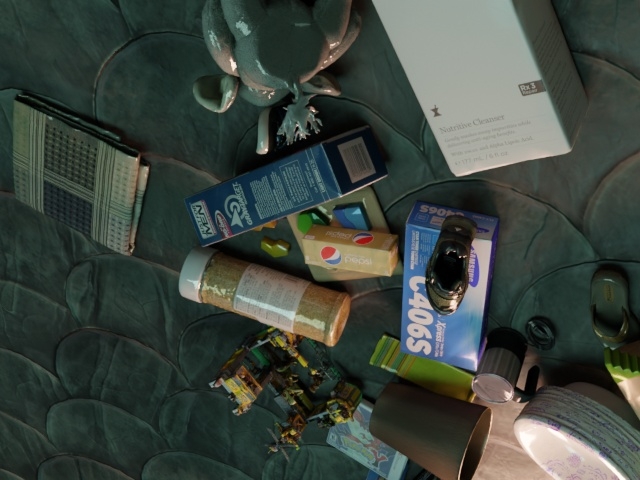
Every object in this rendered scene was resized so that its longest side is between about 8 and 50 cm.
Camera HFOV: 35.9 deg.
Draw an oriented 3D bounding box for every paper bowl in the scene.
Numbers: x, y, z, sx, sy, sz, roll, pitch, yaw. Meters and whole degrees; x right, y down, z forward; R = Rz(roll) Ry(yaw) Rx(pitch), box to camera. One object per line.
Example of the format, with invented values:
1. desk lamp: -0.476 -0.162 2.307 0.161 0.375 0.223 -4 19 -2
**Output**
1. paper bowl: 0.536 0.391 1.947 0.284 0.148 0.284 36 160 15

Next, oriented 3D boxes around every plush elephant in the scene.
1. plush elephant: -0.083 -0.324 1.640 0.255 0.272 0.329 -168 74 -67

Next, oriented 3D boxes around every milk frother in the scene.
1. milk frother: 0.381 0.233 1.939 0.129 0.134 0.143 19 134 10

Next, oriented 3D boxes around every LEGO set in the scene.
1. LEGO set: -0.085 0.340 2.204 0.255 0.192 0.331 -19 111 39

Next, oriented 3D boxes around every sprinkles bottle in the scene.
1. sprinkles bottle: -0.119 0.115 2.097 0.356 0.121 0.121 18 134 12

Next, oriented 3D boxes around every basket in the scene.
1. basket: 0.232 0.407 2.131 0.227 0.154 0.204 20 117 26

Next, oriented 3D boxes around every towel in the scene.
1. towel: -0.524 -0.143 2.139 0.312 0.056 0.324 27 137 8
2. towel: 0.227 0.283 2.140 0.237 0.021 0.102 25 136 5

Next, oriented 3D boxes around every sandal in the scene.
1. sandal: 0.543 0.146 1.831 0.090 0.060 0.219 3 135 25

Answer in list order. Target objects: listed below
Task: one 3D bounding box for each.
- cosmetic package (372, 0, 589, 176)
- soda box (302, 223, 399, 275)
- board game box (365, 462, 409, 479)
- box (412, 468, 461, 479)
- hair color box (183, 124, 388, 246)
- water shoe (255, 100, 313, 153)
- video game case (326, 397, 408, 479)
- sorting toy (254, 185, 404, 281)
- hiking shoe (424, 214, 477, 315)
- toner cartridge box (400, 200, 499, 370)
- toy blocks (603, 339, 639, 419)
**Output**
1. cosmetic package: 0.244 -0.311 1.524 0.217 0.156 0.385 -11 123 36
2. soda box: 0.060 0.018 1.916 0.181 0.058 0.061 9 126 22
3. board game box: 0.112 0.725 2.377 0.086 0.308 0.301 17 134 11
4. box: 0.239 0.625 2.237 0.073 0.293 0.295 31 134 -1
5. hair color box: -0.068 -0.100 1.835 0.347 0.174 0.105 -19 95 36
6. water shoe: -0.061 -0.204 1.746 0.080 0.203 0.072 10 116 6
7. video game case: 0.116 0.458 2.304 0.201 0.023 0.183 29 130 20
8. sorting toy: 0.000 0.000 1.994 0.307 0.041 0.229 -7 124 31
9. hiking shoe: 0.222 0.064 1.781 0.086 0.114 0.226 15 133 15
10. toner cartridge box: 0.247 0.094 1.929 0.165 0.075 0.347 12 132 16
11. toy blocks: 0.722 0.287 1.809 0.261 0.190 0.381 -25 115 26
